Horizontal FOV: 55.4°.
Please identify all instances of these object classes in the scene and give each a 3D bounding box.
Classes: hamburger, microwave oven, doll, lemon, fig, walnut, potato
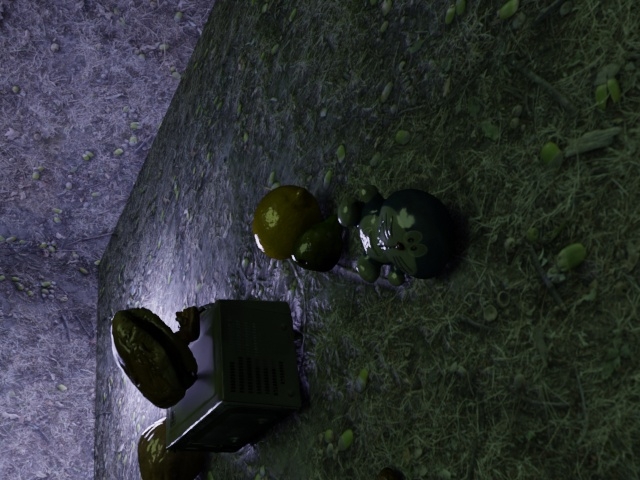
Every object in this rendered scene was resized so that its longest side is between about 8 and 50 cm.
[{"bbox_3d":[-0.435,0.297,1.540,0.134,0.265,0.285,-45,-13,-37],"label":"hamburger"},{"bbox_3d":[-0.240,0.371,1.662,0.394,0.247,0.333,-44,45,43],"label":"microwave oven"},{"bbox_3d":[0.160,-0.010,1.235,0.258,0.154,0.228,13,123,67],"label":"doll"},{"bbox_3d":[-0.090,-0.047,1.632,0.244,0.187,0.187,-57,36,34],"label":"lemon"},{"bbox_3d":[0.000,0.000,1.532,0.123,0.123,0.156,2,71,60],"label":"fig"},{"bbox_3d":[-0.489,0.705,1.993,0.225,0.225,0.261,42,128,56],"label":"walnut"},{"bbox_3d":[0.135,0.485,1.188,0.051,0.040,0.083,110,153,-61],"label":"potato"}]

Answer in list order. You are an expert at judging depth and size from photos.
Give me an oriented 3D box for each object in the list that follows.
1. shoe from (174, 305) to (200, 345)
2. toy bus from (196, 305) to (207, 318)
[{"bbox_3d":[-0.350,0.226,1.591,0.069,0.072,0.109,-11,72,16],"label":"shoe"},{"bbox_3d":[-0.381,0.354,2.062,0.112,0.090,0.274,-27,56,45],"label":"toy bus"}]
